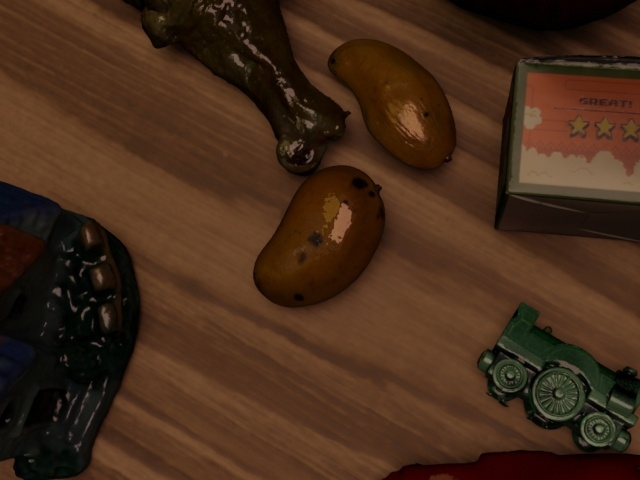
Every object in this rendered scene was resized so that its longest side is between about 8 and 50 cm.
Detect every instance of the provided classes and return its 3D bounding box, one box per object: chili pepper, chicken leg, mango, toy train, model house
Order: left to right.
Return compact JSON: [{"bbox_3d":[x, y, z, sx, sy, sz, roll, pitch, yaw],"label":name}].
[{"bbox_3d":[-0.361,0.082,0.984,0.251,0.329,0.295,23,85,13],"label":"model house"},{"bbox_3d":[-0.083,-0.265,1.112,0.361,0.140,0.211,42,109,2],"label":"chicken leg"},{"bbox_3d":[0.003,0.001,1.074,0.115,0.090,0.178,31,89,23],"label":"mango"},{"bbox_3d":[0.089,-0.160,1.100,0.098,0.075,0.190,-34,72,-7],"label":"mango"},{"bbox_3d":[0.237,0.273,0.992,0.387,0.110,0.110,0,80,9],"label":"chili pepper"},{"bbox_3d":[0.259,0.153,1.029,0.178,0.071,0.105,30,74,12],"label":"toy train"}]

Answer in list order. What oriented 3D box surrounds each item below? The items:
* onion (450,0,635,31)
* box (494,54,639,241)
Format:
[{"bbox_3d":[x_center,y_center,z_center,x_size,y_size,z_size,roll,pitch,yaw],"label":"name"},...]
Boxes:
[{"bbox_3d":[0.234,-0.382,1.012,0.341,0.341,0.341,-1,80,7],"label":"onion"},{"bbox_3d":[0.279,-0.090,1.001,0.177,0.195,0.148,6,82,8],"label":"box"}]
